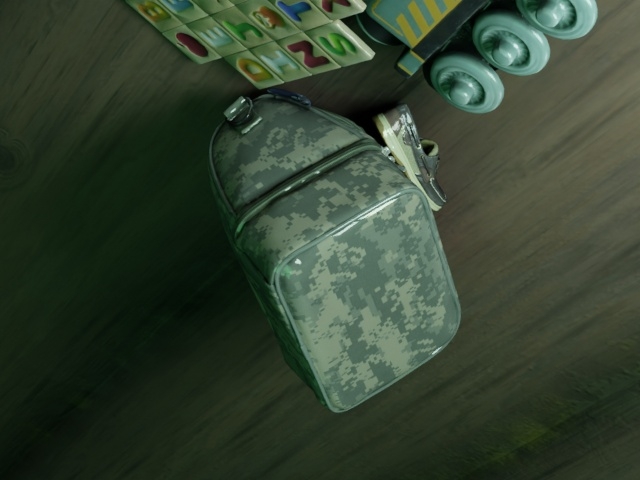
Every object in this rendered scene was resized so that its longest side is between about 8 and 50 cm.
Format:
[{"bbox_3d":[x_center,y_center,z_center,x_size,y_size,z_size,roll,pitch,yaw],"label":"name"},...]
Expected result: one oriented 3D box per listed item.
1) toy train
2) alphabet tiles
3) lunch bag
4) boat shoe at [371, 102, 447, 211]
[{"bbox_3d":[0.152,-0.249,1.395,0.190,0.142,0.334,38,152,-7],"label":"toy train"},{"bbox_3d":[-0.107,-0.261,1.537,0.285,0.011,0.342,40,158,-24],"label":"alphabet tiles"},{"bbox_3d":[0.000,0.000,1.725,0.256,0.212,0.305,46,166,42],"label":"lunch bag"},{"bbox_3d":[0.112,-0.093,1.695,0.049,0.056,0.152,-31,132,9],"label":"boat shoe"}]
